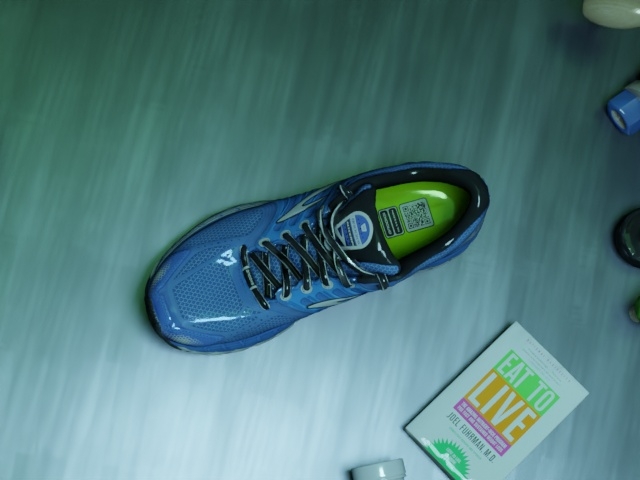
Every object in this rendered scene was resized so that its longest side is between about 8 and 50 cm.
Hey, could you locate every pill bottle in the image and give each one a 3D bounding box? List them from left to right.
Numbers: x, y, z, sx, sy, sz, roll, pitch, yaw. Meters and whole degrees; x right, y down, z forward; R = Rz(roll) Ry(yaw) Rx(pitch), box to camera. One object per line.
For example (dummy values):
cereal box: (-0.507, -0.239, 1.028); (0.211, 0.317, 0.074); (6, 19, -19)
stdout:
pill bottle: (0.062, 0.254, 1.637); (0.065, 0.065, 0.116); (-10, 83, -11)

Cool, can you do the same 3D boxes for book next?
book: (0.160, 0.157, 1.689); (0.144, 0.035, 0.096); (-44, 86, -12)

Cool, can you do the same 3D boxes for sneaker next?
sneaker: (0.000, 0.000, 1.628); (0.330, 0.147, 0.130); (-23, 85, -12)

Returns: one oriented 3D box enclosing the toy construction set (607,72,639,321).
toy construction set: (0.430, -0.081, 1.665); (0.308, 0.237, 0.258); (-10, 82, -11)

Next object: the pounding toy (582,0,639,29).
pounding toy: (0.254, -0.320, 1.763); (0.154, 0.155, 0.270); (4, 68, 20)
